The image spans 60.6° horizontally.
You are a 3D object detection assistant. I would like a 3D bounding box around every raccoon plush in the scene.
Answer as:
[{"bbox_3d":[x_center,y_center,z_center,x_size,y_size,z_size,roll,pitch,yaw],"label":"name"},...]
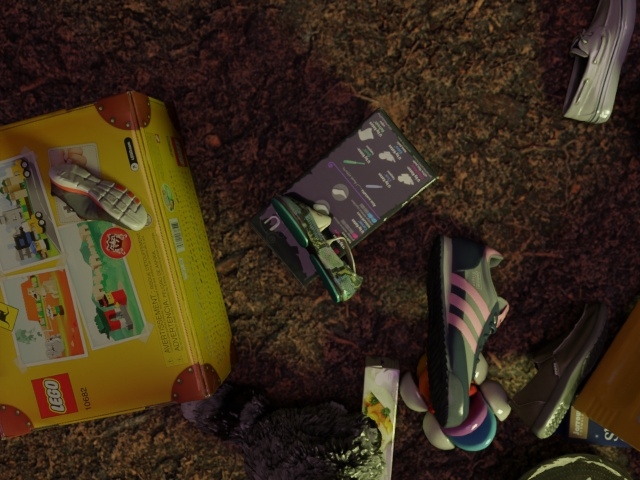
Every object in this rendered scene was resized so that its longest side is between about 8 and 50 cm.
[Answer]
[{"bbox_3d":[-0.089,0.398,0.862,0.446,0.299,0.216,5,97,18],"label":"raccoon plush"}]

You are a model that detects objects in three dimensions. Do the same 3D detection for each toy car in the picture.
[{"bbox_3d":[0.233,0.277,0.933,0.159,0.136,0.182,-32,92,8],"label":"toy car"}]

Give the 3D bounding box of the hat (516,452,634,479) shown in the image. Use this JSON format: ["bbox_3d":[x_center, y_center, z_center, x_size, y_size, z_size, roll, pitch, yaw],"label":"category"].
[{"bbox_3d":[0.399,0.516,0.944,0.331,0.134,0.332,1,87,-10],"label":"hat"}]

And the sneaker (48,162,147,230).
[{"bbox_3d":[-0.331,-0.053,0.815,0.157,0.061,0.065,32,125,3],"label":"sneaker"}]

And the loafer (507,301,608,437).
[{"bbox_3d":[0.398,0.201,0.915,0.087,0.094,0.251,27,74,38],"label":"loafer"}]

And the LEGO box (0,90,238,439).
[{"bbox_3d":[-0.395,0.042,0.947,0.372,0.193,0.501,-12,94,7],"label":"LEGO box"}]

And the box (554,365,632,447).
[{"bbox_3d":[0.510,0.290,0.957,0.225,0.036,0.137,2,96,7],"label":"box"}]

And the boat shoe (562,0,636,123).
[{"bbox_3d":[0.440,-0.304,0.875,0.075,0.083,0.226,6,97,4],"label":"boat shoe"}]

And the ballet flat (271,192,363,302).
[{"bbox_3d":[0.000,0.000,0.808,0.070,0.070,0.188,-30,98,8],"label":"ballet flat"}]

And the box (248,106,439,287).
[{"bbox_3d":[0.038,-0.073,0.902,0.270,0.165,0.143,-40,93,9],"label":"box"}]

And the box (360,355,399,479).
[{"bbox_3d":[0.100,0.374,0.995,0.063,0.067,0.324,5,97,7],"label":"box"}]

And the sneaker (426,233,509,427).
[{"bbox_3d":[0.242,0.138,0.874,0.131,0.112,0.319,8,65,-3],"label":"sneaker"}]

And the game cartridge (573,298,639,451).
[{"bbox_3d":[0.579,0.214,0.790,0.052,0.323,0.285,32,90,-35],"label":"game cartridge"}]
